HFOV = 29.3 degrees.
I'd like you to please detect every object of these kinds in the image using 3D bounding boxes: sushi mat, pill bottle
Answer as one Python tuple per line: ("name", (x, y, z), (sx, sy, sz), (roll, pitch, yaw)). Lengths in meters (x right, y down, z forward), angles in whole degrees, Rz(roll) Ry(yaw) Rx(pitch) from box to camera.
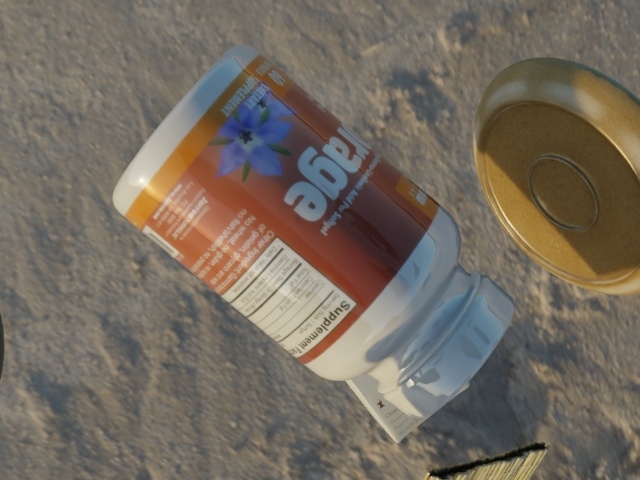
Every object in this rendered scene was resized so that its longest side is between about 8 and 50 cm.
("sushi mat", (0.126, 0.326, 1.286), (0.151, 0.316, 0.019), (-10, 47, -31))
("pill bottle", (0.000, 0.000, 0.696), (0.216, 0.121, 0.121), (39, 82, -5))

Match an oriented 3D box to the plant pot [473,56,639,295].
("plant pot", (0.219, -0.046, 1.070), (0.236, 0.236, 0.032), (36, 57, 28))

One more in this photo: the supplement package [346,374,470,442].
("supplement package", (0.059, 0.108, 1.323), (0.105, 0.179, 0.105), (-38, 18, -4))

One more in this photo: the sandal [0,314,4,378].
("sandal", (-0.100, 0.068, 0.294), (0.060, 0.090, 0.219), (-8, 27, 5))
